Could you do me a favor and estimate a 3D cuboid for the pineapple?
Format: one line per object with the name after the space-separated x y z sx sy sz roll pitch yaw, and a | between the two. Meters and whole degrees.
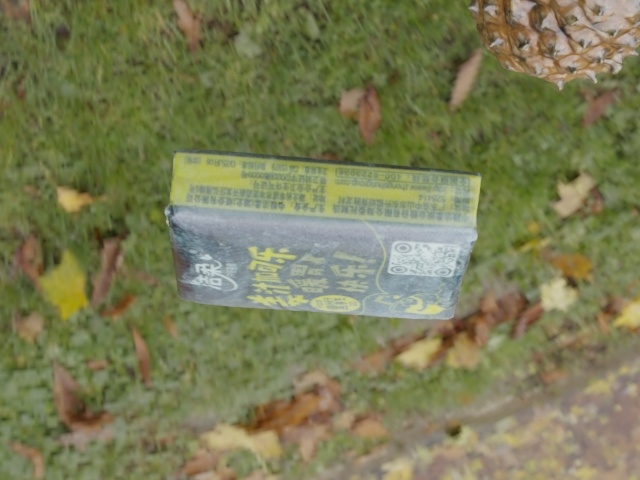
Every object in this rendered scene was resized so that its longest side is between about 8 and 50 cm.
0.227 -0.231 1.093 0.165 0.165 0.364 4 166 -15 | pineapple

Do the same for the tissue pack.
0.000 0.000 1.332 0.257 0.081 0.185 5 155 0 | tissue pack
